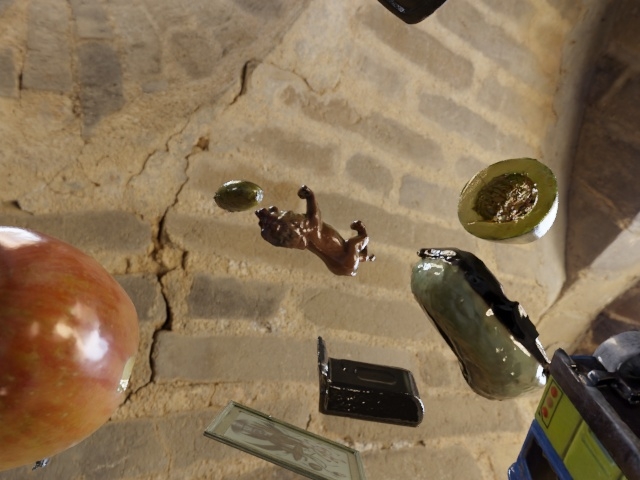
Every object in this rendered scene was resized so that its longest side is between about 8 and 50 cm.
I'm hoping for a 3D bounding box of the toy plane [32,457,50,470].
[{"bbox_3d":[-0.484,0.371,0.746,0.031,0.078,0.083,30,171,-20],"label":"toy plane"}]

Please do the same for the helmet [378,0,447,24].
[{"bbox_3d":[0.171,-0.473,0.620,0.198,0.253,0.154,42,-106,1],"label":"helmet"}]

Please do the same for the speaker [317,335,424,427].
[{"bbox_3d":[0.152,0.446,1.349,0.389,0.184,0.180,12,-147,-12],"label":"speaker"}]

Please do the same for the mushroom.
[{"bbox_3d":[0.287,0.177,0.826,0.130,0.247,0.344,-35,-77,-22],"label":"mushroom"}]

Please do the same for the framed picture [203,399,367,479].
[{"bbox_3d":[-0.043,0.296,0.621,0.232,0.010,0.173,20,173,2],"label":"framed picture"}]

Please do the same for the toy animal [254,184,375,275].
[{"bbox_3d":[0.000,0.000,0.941,0.312,0.097,0.157,34,-123,-15],"label":"toy animal"}]

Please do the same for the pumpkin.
[{"bbox_3d":[0.437,-0.072,0.975,0.110,0.217,0.217,39,-154,-33],"label":"pumpkin"}]

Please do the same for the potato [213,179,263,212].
[{"bbox_3d":[-0.323,-0.172,1.676,0.149,0.251,0.113,35,-113,-41],"label":"potato"}]

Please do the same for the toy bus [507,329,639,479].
[{"bbox_3d":[0.314,0.175,0.310,0.288,0.175,0.138,1,-153,-5],"label":"toy bus"}]

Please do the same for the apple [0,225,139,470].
[{"bbox_3d":[-0.312,0.109,0.440,0.242,0.241,0.242,0,-119,1],"label":"apple"}]
